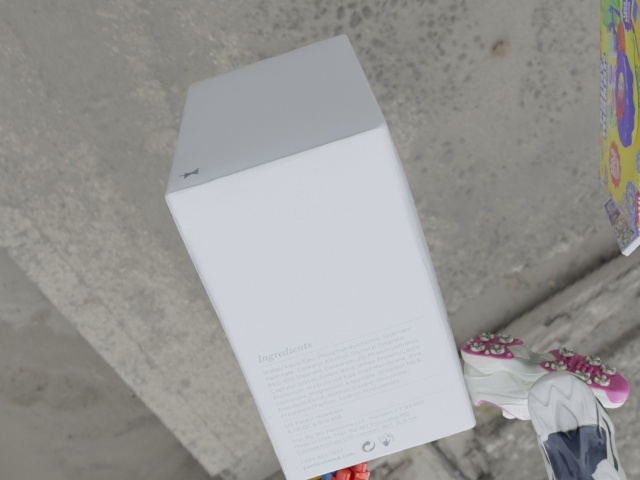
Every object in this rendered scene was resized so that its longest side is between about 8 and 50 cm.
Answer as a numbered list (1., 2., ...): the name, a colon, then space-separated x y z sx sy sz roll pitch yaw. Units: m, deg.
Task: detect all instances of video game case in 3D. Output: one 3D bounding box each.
1. video game case: 0.420 -0.045 1.180 0.011 0.122 0.087 29 122 -14

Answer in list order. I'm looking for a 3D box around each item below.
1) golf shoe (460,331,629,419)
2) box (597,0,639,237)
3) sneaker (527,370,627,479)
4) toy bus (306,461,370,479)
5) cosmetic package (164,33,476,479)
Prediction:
1. golf shoe: 0.393 0.259 1.575 0.115 0.306 0.140 -19 114 -48
2. box: 0.430 -0.178 0.870 0.279 0.177 0.290 -6 114 6
3. sneaker: 0.298 0.259 0.995 0.094 0.235 0.153 -23 168 20
4. toy bus: 0.046 0.484 1.545 0.149 0.220 0.211 7 105 -31
5. cosmetic package: 0.000 0.000 0.631 0.138 0.224 0.225 -19 116 5
